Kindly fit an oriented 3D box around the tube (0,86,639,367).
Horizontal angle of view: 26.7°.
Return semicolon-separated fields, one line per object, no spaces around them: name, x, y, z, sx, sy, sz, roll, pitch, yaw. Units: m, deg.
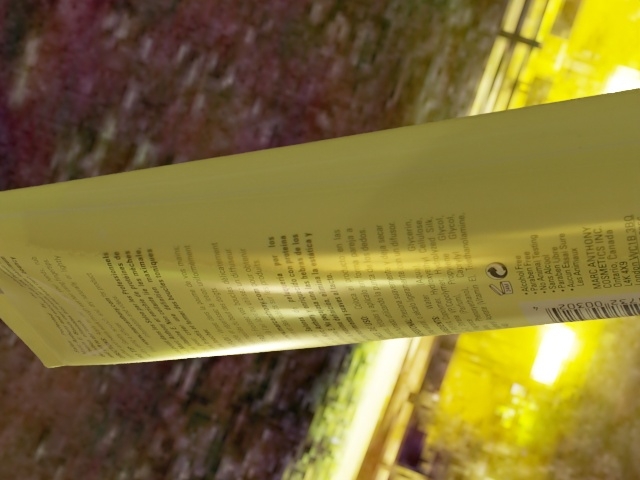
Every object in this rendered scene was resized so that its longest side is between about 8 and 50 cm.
tube;0.000;0.000;0.391;0.062;0.240;0.070;-36;116;-67
